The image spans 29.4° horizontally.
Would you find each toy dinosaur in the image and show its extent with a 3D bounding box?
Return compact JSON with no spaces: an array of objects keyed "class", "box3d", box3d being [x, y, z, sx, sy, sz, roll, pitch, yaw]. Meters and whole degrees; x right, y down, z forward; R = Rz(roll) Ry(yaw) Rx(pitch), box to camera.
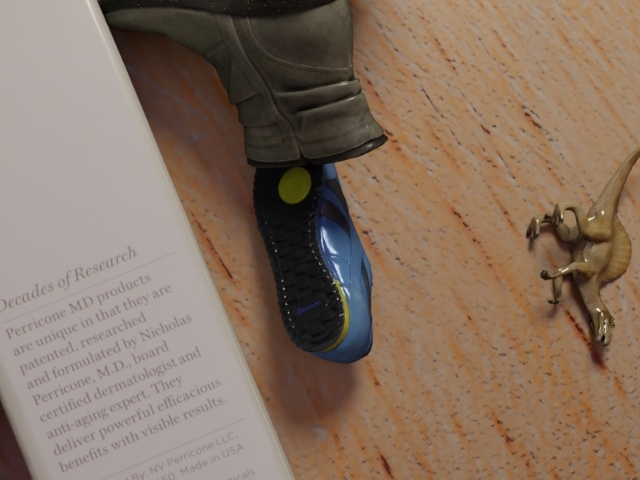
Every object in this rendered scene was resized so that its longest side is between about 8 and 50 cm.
[{"class":"toy dinosaur","box3d":[0.229,-0.006,1.036,0.092,0.053,0.183,11,91,-21]}]

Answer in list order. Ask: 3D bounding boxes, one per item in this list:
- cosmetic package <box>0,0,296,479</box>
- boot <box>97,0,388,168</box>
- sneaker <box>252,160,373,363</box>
[{"class":"cosmetic package","box3d":[-0.167,0.024,0.892,0.161,0.230,0.453,-22,87,-7]},{"class":"boot","box3d":[-0.068,-0.130,0.956,0.083,0.246,0.161,-35,121,-45]},{"class":"sneaker","box3d":[0.000,0.000,1.003,0.069,0.082,0.209,-21,69,27]}]
